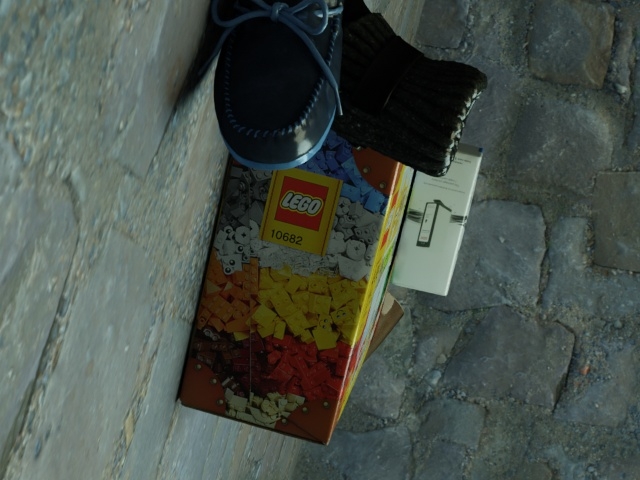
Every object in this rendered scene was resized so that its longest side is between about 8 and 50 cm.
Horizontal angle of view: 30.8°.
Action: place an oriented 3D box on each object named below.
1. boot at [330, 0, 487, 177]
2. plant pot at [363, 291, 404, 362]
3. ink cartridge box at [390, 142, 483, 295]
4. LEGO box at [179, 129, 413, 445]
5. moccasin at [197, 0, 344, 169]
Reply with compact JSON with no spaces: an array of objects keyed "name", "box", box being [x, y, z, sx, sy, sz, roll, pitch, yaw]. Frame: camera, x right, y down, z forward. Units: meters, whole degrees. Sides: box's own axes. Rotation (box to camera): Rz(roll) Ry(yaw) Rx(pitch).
[{"name":"boot","box":[0.063,-0.218,1.292,0.131,0.260,0.348,97,10,-49]},{"name":"plant pot","box":[-0.005,0.170,2.024,0.230,0.215,0.215,-58,169,-14]},{"name":"ink cartridge box","box":[0.167,-0.038,1.661,0.148,0.086,0.203,-50,153,-77]},{"name":"LEGO box","box":[0.000,0.000,1.563,0.500,0.193,0.372,-50,154,-76]},{"name":"moccasin","box":[-0.043,-0.218,1.102,0.116,0.138,0.342,91,1,-50]}]
